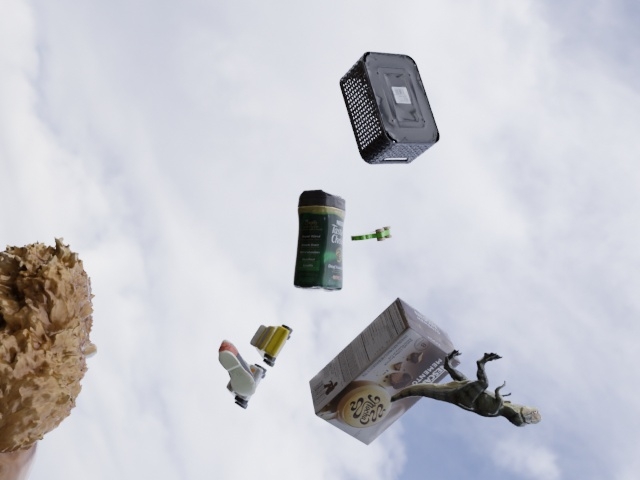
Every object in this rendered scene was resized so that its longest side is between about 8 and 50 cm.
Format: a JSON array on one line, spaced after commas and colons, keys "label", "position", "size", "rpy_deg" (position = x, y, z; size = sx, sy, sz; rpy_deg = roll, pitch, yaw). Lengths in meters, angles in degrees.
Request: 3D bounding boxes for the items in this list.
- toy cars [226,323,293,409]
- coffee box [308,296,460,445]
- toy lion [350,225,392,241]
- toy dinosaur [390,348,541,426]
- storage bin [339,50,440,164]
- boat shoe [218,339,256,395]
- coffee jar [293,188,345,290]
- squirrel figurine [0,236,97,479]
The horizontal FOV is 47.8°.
[{"label": "toy cars", "position": [-0.165, 0.305, 1.841], "size": [0.087, 0.394, 0.176], "rpy_deg": [29, -66, 4]}, {"label": "coffee box", "position": [0.138, 0.292, 1.600], "size": [0.297, 0.168, 0.119], "rpy_deg": [-45, -153, 16]}, {"label": "toy lion", "position": [0.130, -0.014, 1.898], "size": [0.096, 0.100, 0.034], "rpy_deg": [-7, -86, 23]}, {"label": "toy dinosaur", "position": [0.266, 0.259, 1.305], "size": [0.268, 0.064, 0.118], "rpy_deg": [8, -109, 18]}, {"label": "storage bin", "position": [0.121, -0.233, 1.277], "size": [0.084, 0.122, 0.180], "rpy_deg": [-36, -115, 54]}, {"label": "boat shoe", "position": [-0.167, 0.259, 1.457], "size": [0.043, 0.049, 0.137], "rpy_deg": [-100, 166, -57]}, {"label": "coffee jar", "position": [0.000, 0.000, 1.328], "size": [0.079, 0.096, 0.184], "rpy_deg": [-1, -97, 30]}, {"label": "squirrel figurine", "position": [-0.440, 0.183, 1.036], "size": [0.397, 0.370, 0.281], "rpy_deg": [-37, -79, 23]}]
